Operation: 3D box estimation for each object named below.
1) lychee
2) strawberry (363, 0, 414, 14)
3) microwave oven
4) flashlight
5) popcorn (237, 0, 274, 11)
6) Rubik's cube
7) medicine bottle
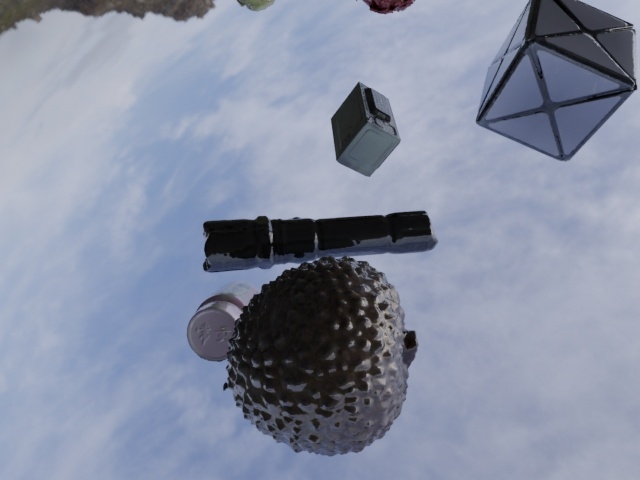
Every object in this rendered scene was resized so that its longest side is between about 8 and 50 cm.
[{"bbox_3d":[0.003,0.162,0.806,0.300,0.300,0.300,-27,-141,25],"label":"lychee"},{"bbox_3d":[0.128,-0.597,1.234,0.188,0.286,0.106,137,-41,-58],"label":"strawberry"},{"bbox_3d":[0.123,-0.299,1.470,0.163,0.129,0.205,-46,-147,35],"label":"microwave oven"},{"bbox_3d":[0.000,0.000,0.987,0.424,0.103,0.103,-3,-140,-7],"label":"flashlight"},{"bbox_3d":[-0.136,-0.542,1.140,0.106,0.121,0.116,-10,-122,26],"label":"popcorn"},{"bbox_3d":[0.542,-0.379,1.256,0.260,0.255,0.259,112,0,-57],"label":"Rubik's cube"},{"bbox_3d":[-0.226,0.193,1.333,0.152,0.152,0.254,-40,-178,8],"label":"medicine bottle"}]
